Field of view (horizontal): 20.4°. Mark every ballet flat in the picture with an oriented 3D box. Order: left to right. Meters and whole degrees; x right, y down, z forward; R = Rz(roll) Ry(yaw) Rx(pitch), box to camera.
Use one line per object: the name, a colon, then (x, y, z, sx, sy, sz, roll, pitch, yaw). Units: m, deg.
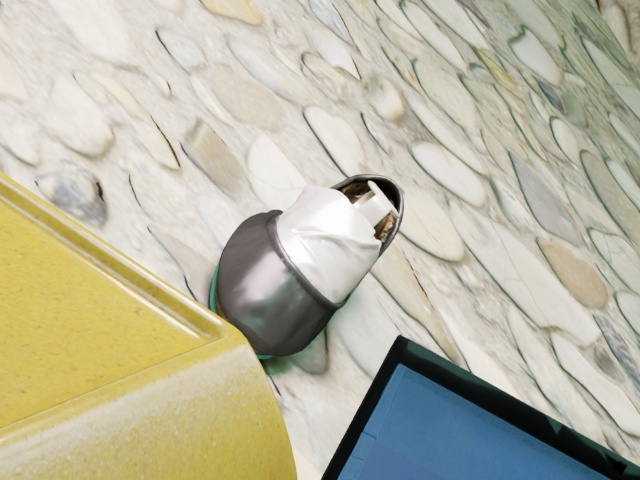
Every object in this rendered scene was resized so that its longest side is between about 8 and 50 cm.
ballet flat: (0.000, 0.000, 1.291, 0.095, 0.096, 0.280, 49, 21, -3)

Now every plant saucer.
plant saucer: (-0.183, 0.029, 0.732, 0.332, 0.081, 0.333, 32, 17, 14)

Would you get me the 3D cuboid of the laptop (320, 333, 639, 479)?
laptop: (0.083, 0.198, 0.701, 0.234, 0.136, 0.264, 29, 24, -2)

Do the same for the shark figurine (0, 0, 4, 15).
shark figurine: (-0.233, -0.115, 0.941, 0.278, 0.116, 0.166, 20, -41, 38)
